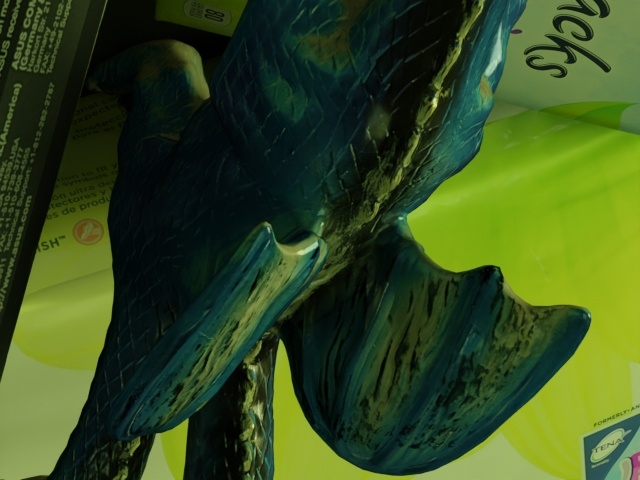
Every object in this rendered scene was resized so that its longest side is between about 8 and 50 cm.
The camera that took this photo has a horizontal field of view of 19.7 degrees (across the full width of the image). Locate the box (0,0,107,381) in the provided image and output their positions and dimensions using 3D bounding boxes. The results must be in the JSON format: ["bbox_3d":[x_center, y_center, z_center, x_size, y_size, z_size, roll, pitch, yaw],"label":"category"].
[{"bbox_3d":[-0.149,-0.078,0.293,0.318,0.097,0.394,0,109,-63],"label":"box"}]

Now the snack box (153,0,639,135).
[{"bbox_3d":[0.059,-0.103,0.425,0.175,0.070,0.207,13,160,-6],"label":"snack box"}]

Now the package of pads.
[{"bbox_3d":[-0.010,0.050,0.589,0.297,0.101,0.229,-19,127,-14],"label":"package of pads"}]

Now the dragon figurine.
[{"bbox_3d":[0.000,0.000,0.392,0.085,0.144,0.289,13,148,-25],"label":"dragon figurine"}]
